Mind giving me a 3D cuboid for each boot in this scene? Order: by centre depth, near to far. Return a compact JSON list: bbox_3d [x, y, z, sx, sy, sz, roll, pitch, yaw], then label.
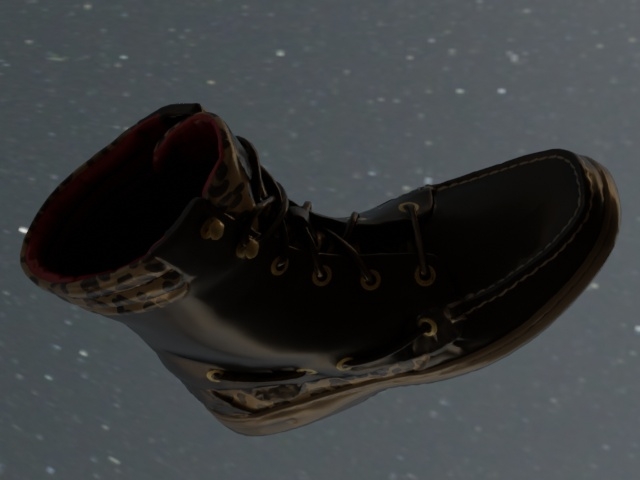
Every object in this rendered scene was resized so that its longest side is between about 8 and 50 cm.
[{"bbox_3d":[0.000,0.000,1.212,0.284,0.377,0.138,37,-143,-46],"label":"boot"}]
